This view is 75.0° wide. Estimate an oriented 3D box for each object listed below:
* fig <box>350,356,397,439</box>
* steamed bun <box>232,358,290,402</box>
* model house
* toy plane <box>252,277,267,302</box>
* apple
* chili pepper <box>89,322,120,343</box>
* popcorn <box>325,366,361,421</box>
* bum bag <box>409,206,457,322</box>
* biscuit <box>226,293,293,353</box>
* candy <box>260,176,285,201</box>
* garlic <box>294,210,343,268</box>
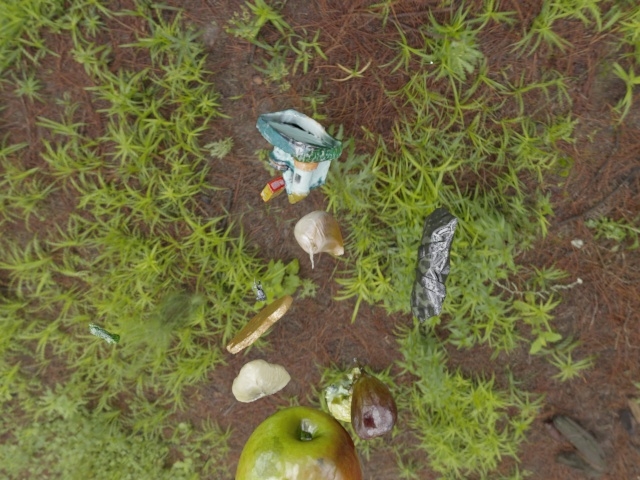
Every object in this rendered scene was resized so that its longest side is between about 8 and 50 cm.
[{"bbox_3d":[0.161,0.513,1.385,0.145,0.275,0.170,3,136,-20],"label":"fig"},{"bbox_3d":[-0.241,0.549,1.603,0.231,0.111,0.213,-22,142,-5],"label":"steamed bun"},{"bbox_3d":[-0.080,-0.225,1.290,0.253,0.184,0.292,39,135,31],"label":"model house"},{"bbox_3d":[-0.195,0.164,1.344,0.031,0.049,0.121,-13,146,1],"label":"toy plane"},{"bbox_3d":[-0.052,0.600,1.072,0.338,0.340,0.340,6,114,13],"label":"apple"},{"bbox_3d":[-0.551,0.241,1.065,0.030,0.034,0.091,-44,129,0],"label":"chili pepper"},{"bbox_3d":[0.119,0.643,1.755,0.197,0.198,0.213,23,94,4],"label":"popcorn"},{"bbox_3d":[0.322,0.072,1.197,0.095,0.144,0.341,11,90,-13],"label":"bum bag"},{"bbox_3d":[-0.254,0.355,1.724,0.375,0.269,0.051,-39,97,21],"label":"biscuit"},{"bbox_3d":[-0.165,-0.178,1.458,0.038,0.062,0.122,59,157,-1],"label":"candy"},{"bbox_3d":[-0.007,-0.007,1.030,0.090,0.198,0.129,-28,87,19],"label":"garlic"}]
